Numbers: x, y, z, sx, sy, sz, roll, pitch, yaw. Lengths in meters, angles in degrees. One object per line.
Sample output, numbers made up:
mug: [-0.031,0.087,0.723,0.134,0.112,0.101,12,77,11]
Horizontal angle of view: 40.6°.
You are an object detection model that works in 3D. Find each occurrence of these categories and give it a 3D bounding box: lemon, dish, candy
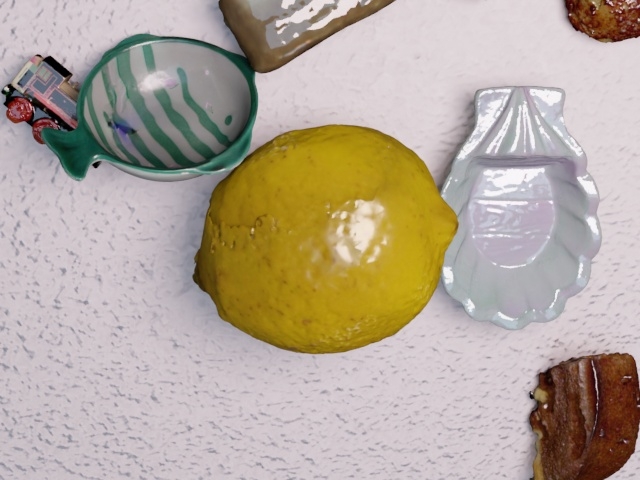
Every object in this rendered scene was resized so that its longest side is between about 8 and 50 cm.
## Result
lemon: [0.000,0.000,0.966,0.310,0.253,0.254,-14,107,17]
dish: [-0.181,-0.127,0.971,0.246,0.078,0.224,-30,66,-22]
candy: [0.005,-0.280,0.955,0.234,0.102,0.104,-28,103,4]

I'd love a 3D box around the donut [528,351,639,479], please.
donut: [0.347,0.241,1.118,0.126,0.144,0.187,-3,81,-23]

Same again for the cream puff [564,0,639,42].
cream puff: [0.350,-0.292,0.982,0.149,0.084,0.149,0,105,-1]

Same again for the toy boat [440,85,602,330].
toy boat: [0.230,-0.042,1.041,0.199,0.100,0.290,-1,107,-3]

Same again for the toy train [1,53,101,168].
toy train: [-0.300,-0.148,1.008,0.138,0.050,0.087,40,97,-13]
